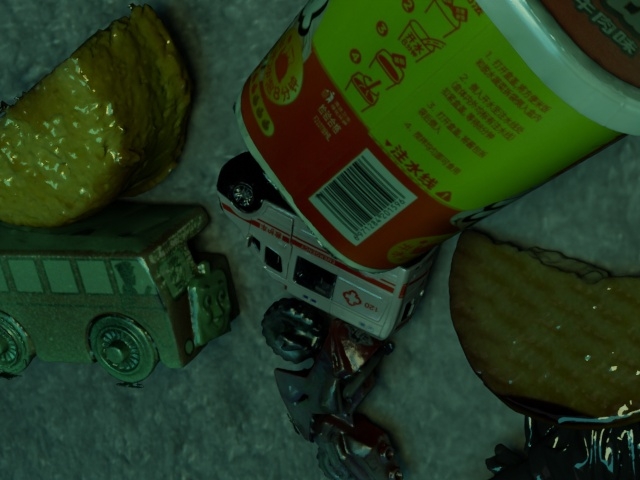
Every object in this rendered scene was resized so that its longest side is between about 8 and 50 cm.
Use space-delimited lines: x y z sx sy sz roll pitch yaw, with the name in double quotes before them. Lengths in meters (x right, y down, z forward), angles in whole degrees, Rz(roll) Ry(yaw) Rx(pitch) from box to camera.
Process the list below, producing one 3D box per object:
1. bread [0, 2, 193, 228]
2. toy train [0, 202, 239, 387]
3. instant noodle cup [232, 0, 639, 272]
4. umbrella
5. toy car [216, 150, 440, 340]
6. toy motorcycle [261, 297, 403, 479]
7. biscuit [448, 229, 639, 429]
"bread" -0.216 -0.093 1.420 0.261 0.160 0.147 -32 98 36
"toy train" -0.242 0.047 1.514 0.326 0.129 0.159 0 114 30
"instant noodle cup" 0.108 -0.140 1.152 0.294 0.294 0.308 52 134 1
"umbrella" 0.205 0.198 1.335 0.110 0.122 0.272 19 129 -30
"toy car" 0.000 0.000 1.375 0.210 0.089 0.108 26 128 15
"toy motorcycle" 0.025 0.145 1.432 0.122 0.082 0.213 0 121 42
"biscuit" 0.202 0.064 1.284 0.176 0.031 0.228 -38 61 11
